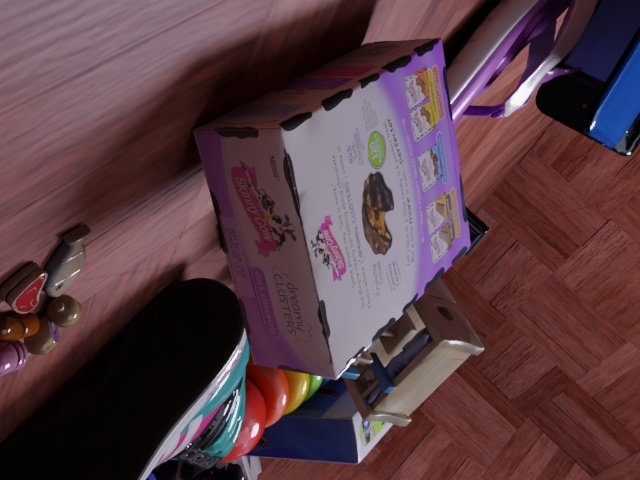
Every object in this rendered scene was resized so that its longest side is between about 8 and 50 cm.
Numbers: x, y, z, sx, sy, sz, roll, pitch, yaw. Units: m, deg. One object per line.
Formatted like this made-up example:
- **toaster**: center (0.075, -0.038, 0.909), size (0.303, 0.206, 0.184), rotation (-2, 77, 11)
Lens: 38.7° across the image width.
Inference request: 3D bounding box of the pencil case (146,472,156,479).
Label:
- **pencil case**: center (-0.272, 0.341, 0.987), size (0.133, 0.119, 0.306), rotation (-2, 141, -42)

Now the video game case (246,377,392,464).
- **video game case**: center (-0.031, 0.196, 1.151), size (0.269, 0.061, 0.244), rotation (-2, -169, 25)

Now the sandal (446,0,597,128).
- **sandal**: center (0.244, -0.224, 0.955), size (0.416, 0.102, 0.169), rotation (-48, 171, -5)

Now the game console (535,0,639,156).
- **game console**: center (0.334, -0.258, 0.986), size (0.173, 0.250, 0.293), rotation (21, 105, -34)

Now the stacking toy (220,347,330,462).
- **stacking toy**: center (-0.048, 0.131, 1.002), size (0.141, 0.141, 0.330), rotation (-52, 172, 28)

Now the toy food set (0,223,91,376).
- **toy food set**: center (-0.166, 0.047, 0.528), size (0.078, 0.019, 0.122), rotation (-40, 169, -37)

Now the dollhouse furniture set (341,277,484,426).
- **dollhouse furniture set**: center (0.036, 0.086, 0.907), size (0.184, 0.129, 0.129), rotation (17, 124, -40)

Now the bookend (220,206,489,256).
- **bookend**: center (0.025, -0.001, 0.763), size (0.157, 0.156, 0.072), rotation (-44, 171, -14)

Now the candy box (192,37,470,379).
- **candy box**: center (0.020, -0.030, 0.610), size (0.196, 0.070, 0.165), rotation (-37, 123, -47)

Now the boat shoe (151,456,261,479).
- **boat shoe**: center (-0.168, 0.297, 1.217), size (0.158, 0.127, 0.340), rotation (-16, -178, -3)

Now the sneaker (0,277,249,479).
- **sneaker**: center (-0.167, 0.174, 0.782), size (0.295, 0.124, 0.178), rotation (-46, 161, -14)
